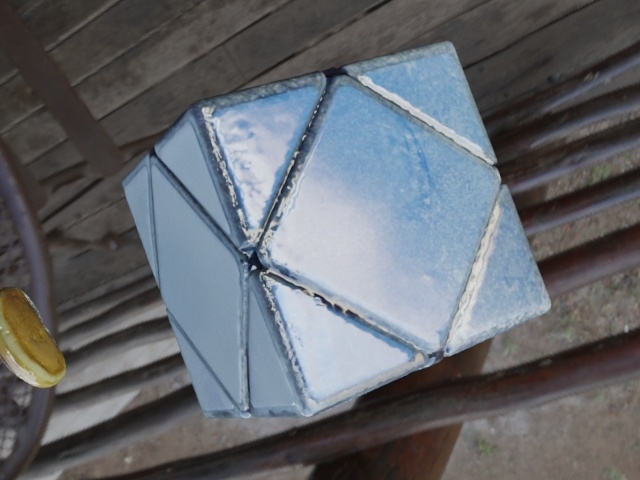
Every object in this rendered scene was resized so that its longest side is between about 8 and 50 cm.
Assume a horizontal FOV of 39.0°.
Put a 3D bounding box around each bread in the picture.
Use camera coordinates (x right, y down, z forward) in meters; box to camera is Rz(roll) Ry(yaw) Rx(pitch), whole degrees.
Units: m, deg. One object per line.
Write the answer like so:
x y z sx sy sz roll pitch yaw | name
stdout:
-0.278 0.092 0.855 0.024 0.110 0.110 -33 102 5 | bread

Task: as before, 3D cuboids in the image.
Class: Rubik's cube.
0.000 0.000 0.655 0.207 0.205 0.205 -20 89 62 | Rubik's cube
